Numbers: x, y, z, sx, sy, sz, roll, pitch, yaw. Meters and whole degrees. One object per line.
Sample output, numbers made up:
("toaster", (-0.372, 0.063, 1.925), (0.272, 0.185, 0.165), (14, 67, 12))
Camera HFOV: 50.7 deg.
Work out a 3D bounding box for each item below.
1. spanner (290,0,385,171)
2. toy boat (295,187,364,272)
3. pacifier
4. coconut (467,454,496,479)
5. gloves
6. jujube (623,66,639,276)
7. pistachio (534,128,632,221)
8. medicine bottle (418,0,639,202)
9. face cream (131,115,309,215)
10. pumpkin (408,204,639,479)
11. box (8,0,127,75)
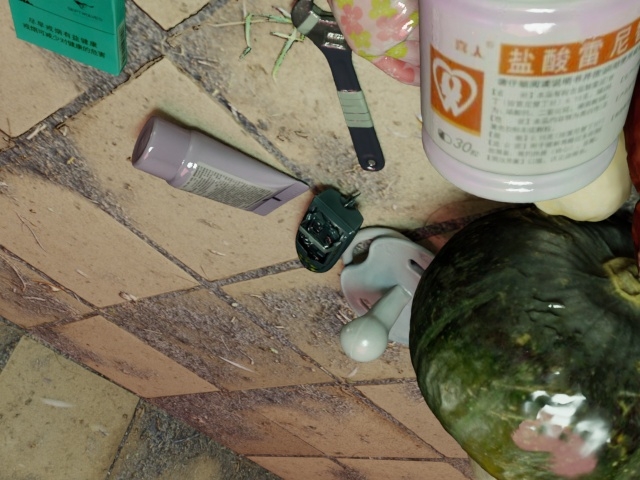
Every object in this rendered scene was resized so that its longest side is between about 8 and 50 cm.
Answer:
("spanner", (0.044, -0.202, 0.920), (0.087, 0.024, 0.315), (-1, 142, 21))
("toy boat", (0.000, 0.000, 1.177), (0.093, 0.103, 0.246), (44, 153, 7))
("pacifier", (0.106, 0.112, 1.176), (0.238, 0.226, 0.287), (44, 143, -4))
("coconut", (0.429, 0.343, 1.246), (0.361, 0.346, 0.346), (20, 148, -13))
("gloves", (0.088, -0.246, 0.744), (0.145, 0.126, 0.241), (-24, 120, 42))
("jujube", (0.450, -0.066, 0.682), (0.277, 0.276, 0.377), (-4, 139, 32))
("pistachio", (0.308, -0.110, 0.840), (0.145, 0.117, 0.200), (-40, 114, 11))
("medicine bottle", (0.187, -0.208, 0.601), (0.202, 0.202, 0.315), (8, 141, 17))
("face cream", (-0.168, -0.111, 1.120), (0.274, 0.096, 0.154), (23, 147, -30))
("pumpkin", (0.338, 0.161, 0.932), (0.455, 0.454, 0.344), (24, 132, -6))
("box", (-0.342, -0.335, 0.902), (0.161, 0.042, 0.226), (20, 148, -2))
